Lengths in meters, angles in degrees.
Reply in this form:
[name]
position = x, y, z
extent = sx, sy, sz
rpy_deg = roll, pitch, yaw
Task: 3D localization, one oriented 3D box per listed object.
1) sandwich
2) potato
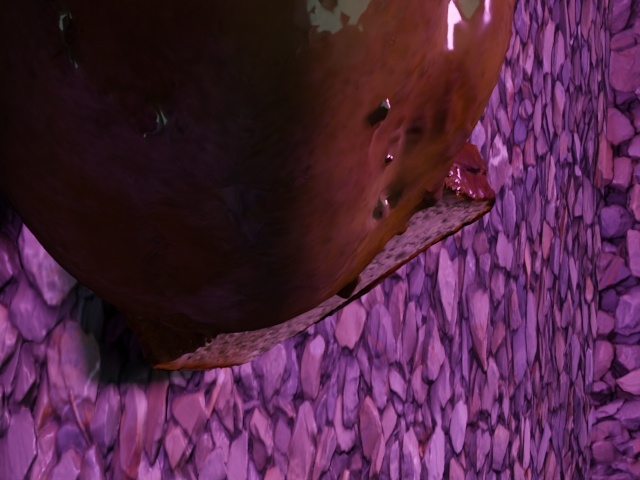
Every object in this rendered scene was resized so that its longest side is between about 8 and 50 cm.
[sandwich]
position = 0.000, 0.000, 1.682
extent = 0.099, 0.301, 0.271
rpy_deg = 57, 12, 9
[potato]
position = -0.047, -0.122, 1.255
extent = 0.442, 0.385, 0.319
rpy_deg = 79, 0, -49
